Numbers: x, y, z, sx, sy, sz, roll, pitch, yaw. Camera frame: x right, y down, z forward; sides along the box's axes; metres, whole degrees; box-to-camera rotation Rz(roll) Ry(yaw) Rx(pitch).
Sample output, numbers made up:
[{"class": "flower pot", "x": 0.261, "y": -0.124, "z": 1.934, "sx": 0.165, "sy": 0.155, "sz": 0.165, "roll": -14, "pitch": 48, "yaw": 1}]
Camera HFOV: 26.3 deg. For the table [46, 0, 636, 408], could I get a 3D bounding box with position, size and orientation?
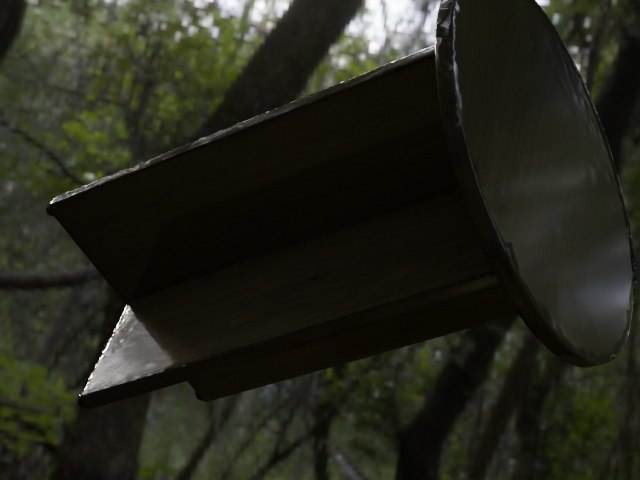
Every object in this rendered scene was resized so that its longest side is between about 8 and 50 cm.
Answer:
[{"class": "table", "x": 0.000, "y": 0.000, "z": 0.602, "sx": 0.226, "sy": 0.167, "sz": 0.167, "roll": -19, "pitch": -28, "yaw": 29}]
